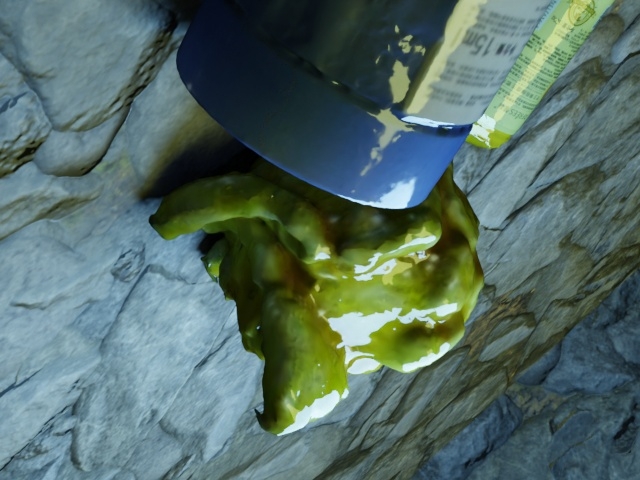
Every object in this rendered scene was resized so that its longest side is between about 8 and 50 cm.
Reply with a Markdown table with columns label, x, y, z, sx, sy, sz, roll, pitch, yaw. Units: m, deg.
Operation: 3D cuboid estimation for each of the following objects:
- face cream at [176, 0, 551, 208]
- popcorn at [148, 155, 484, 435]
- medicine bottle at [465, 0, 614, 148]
| label | x | y | z | sx | sy | sz | roll | pitch | yaw |
| --- | --- | --- | --- | --- | --- | --- | --- | --- | --- |
| face cream | 0.038 | -0.185 | 1.158 | 0.249 | 0.249 | 0.225 | -3 | 130 | -56 |
| popcorn | 0.003 | 0.001 | 1.393 | 0.290 | 0.326 | 0.321 | -57 | -163 | 17 |
| medicine bottle | 0.212 | -0.213 | 1.547 | 0.239 | 0.124 | 0.124 | -54 | 154 | 21 |
